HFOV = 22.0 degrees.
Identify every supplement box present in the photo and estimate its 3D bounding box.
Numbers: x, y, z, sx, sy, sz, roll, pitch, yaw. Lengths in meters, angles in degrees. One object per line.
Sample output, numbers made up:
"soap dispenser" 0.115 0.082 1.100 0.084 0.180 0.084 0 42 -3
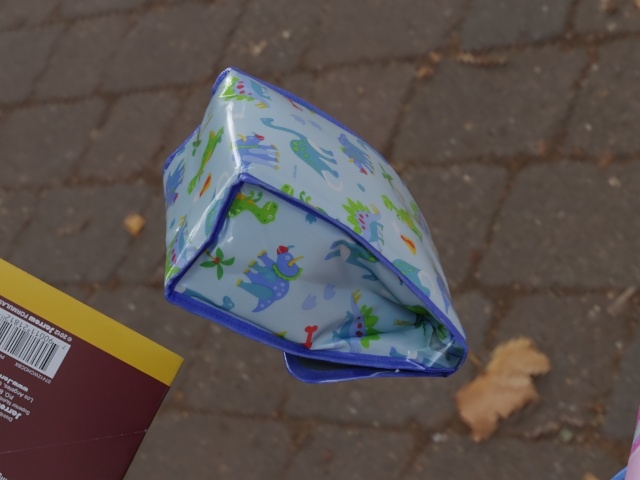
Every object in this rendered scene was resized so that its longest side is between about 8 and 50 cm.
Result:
"supplement box" -0.213 0.120 0.932 0.194 0.191 0.129 -64 7 -25

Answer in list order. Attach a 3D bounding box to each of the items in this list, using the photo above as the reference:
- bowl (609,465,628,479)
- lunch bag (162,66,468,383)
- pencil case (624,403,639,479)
"bowl" 0.277 0.317 1.145 0.391 0.077 0.391 -38 42 44
"lunch bag" 0.000 0.000 0.827 0.096 0.151 0.129 -56 22 25
"pencil case" 0.164 0.134 0.599 0.124 0.124 0.284 16 93 51
